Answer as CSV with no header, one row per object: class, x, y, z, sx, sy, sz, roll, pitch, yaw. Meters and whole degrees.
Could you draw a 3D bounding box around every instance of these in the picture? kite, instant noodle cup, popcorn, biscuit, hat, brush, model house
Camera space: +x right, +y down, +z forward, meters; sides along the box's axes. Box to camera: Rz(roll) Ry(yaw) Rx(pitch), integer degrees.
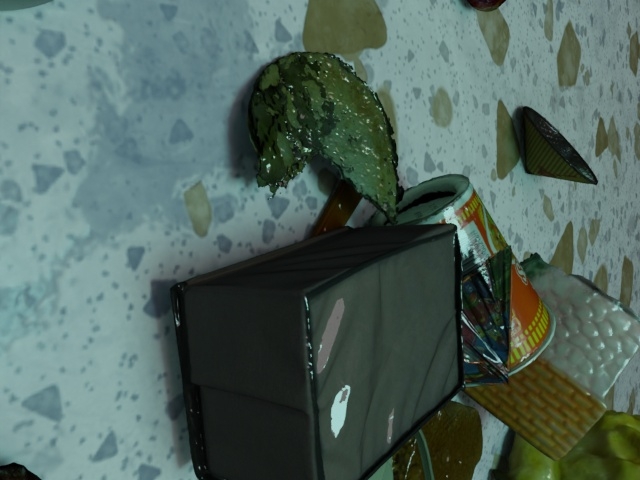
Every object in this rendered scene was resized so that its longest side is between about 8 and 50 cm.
kite,0.139,0.106,0.642,0.183,0.241,0.014,48,24,-4
instant noodle cup,0.160,0.041,0.708,0.193,0.193,0.212,-44,113,-38
popcorn,0.475,0.459,0.979,0.381,0.349,0.350,10,81,-10
biscuit,0.126,0.329,0.757,0.320,0.047,0.184,-48,121,-36
hat,0.415,-0.153,1.056,0.193,0.082,0.193,31,34,-24
brush,0.000,0.000,0.634,0.090,0.017,0.315,56,52,-36
model house,0.339,0.182,0.909,0.238,0.202,0.237,-54,169,-5

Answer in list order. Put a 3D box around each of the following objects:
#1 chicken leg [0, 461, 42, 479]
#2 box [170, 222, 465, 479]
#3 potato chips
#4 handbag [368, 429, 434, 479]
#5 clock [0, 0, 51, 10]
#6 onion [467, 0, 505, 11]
chicken leg,-0.189,0.227,0.402,0.253,0.051,0.106,53,48,-38
box,0.015,0.094,0.527,0.252,0.153,0.189,-15,103,-49
potato chips,0.009,-0.109,0.602,0.219,0.029,0.202,-4,79,-45
handbag,0.045,0.300,0.604,0.219,0.079,0.257,-7,95,-32
clock,-0.214,-0.264,0.341,0.230,0.083,0.231,-2,92,-46
onion,0.252,-0.402,0.857,0.107,0.097,0.107,11,90,-77
